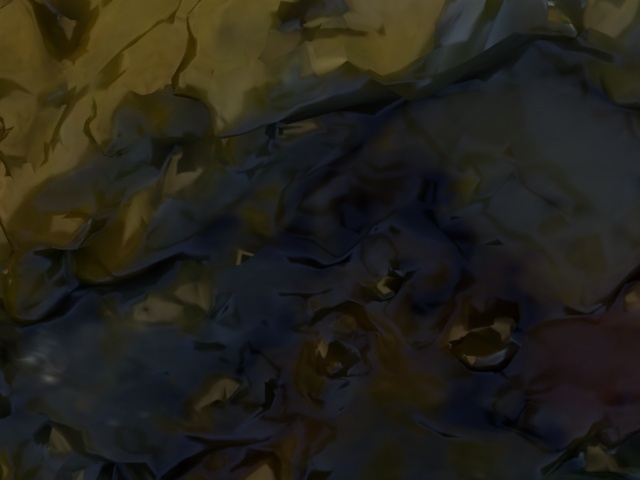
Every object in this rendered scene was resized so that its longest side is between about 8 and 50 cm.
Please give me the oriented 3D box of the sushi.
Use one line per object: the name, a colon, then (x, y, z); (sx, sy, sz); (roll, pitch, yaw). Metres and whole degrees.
sushi: (0.000, 0.000, 0.581); (0.396, 0.351, 0.240); (-41, -147, 30)
